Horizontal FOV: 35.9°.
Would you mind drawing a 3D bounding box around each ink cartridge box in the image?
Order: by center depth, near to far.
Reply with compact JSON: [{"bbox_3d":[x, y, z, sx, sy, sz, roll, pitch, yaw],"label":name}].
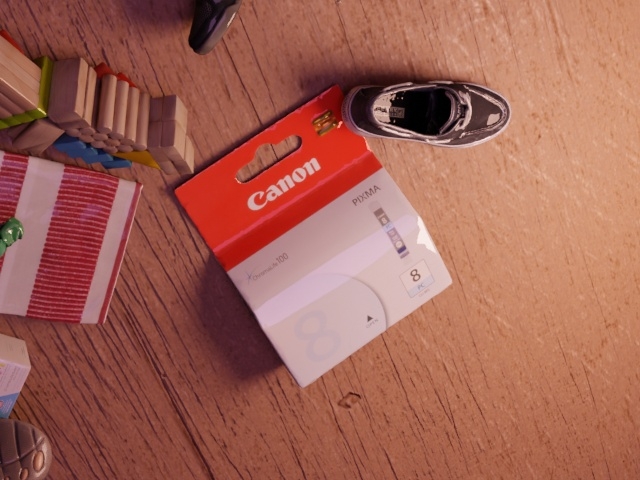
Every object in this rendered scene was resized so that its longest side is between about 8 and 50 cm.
[{"bbox_3d":[-0.503,0.180,1.411,0.143,0.090,0.092,21,102,-29],"label":"ink cartridge box"},{"bbox_3d":[0.000,0.000,1.548,0.308,0.091,0.385,-34,121,-7],"label":"ink cartridge box"}]

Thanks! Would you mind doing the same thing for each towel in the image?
[{"bbox_3d":[-0.439,-0.009,1.393,0.329,0.037,0.237,12,105,-27],"label":"towel"}]

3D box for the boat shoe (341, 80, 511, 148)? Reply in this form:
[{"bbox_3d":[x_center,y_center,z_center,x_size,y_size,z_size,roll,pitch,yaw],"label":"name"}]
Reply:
[{"bbox_3d":[0.185,-0.199,1.520,0.301,0.102,0.108,2,95,-28],"label":"boat shoe"}]

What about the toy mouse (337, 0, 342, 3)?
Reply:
[{"bbox_3d":[-0.017,-0.395,1.413,0.161,0.031,0.143,-46,120,1],"label":"toy mouse"}]

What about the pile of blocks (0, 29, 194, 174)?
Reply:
[{"bbox_3d":[-0.333,-0.187,1.341,0.362,0.149,0.112,20,59,-37],"label":"pile of blocks"}]

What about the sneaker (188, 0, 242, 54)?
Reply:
[{"bbox_3d":[-0.158,-0.372,1.335,0.130,0.087,0.227,18,100,-26],"label":"sneaker"}]

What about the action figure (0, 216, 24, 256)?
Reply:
[{"bbox_3d":[-0.499,0.037,1.310,0.232,0.137,0.063,-32,107,-19],"label":"action figure"}]

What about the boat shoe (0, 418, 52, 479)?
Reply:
[{"bbox_3d":[-0.562,0.313,1.405,0.355,0.132,0.130,11,151,-4],"label":"boat shoe"}]
